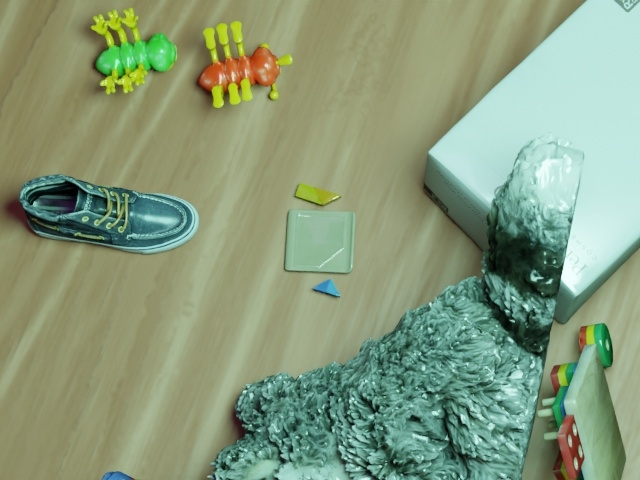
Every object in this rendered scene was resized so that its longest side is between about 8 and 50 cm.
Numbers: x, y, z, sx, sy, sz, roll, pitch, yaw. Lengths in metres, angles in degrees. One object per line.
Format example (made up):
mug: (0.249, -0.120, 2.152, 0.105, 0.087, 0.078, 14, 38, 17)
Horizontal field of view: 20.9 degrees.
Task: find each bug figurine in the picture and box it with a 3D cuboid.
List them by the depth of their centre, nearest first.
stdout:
bug figurine: (-0.145, -0.265, 1.875, 0.216, 0.072, 0.279, -8, 79, 6)

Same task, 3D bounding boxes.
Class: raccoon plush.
raccoon plush: (0.068, 0.088, 1.663, 0.299, 0.216, 0.446, 12, 100, 9)

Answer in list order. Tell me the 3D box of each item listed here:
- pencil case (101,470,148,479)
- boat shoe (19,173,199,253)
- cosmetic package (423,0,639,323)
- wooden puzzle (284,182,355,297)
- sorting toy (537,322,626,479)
pencil case: (-0.085, 0.323, 1.690, 0.306, 0.119, 0.133, 16, 88, 6)
boat shoe: (-0.221, -0.028, 1.807, 0.183, 0.083, 0.065, 2, 75, 2)
cosmetic package: (0.310, -0.126, 1.778, 0.217, 0.156, 0.385, 43, 79, 10)
wooden puzzle: (0.000, 0.000, 1.829, 0.079, 0.014, 0.116, 8, 75, 9)
sorting toy: (0.251, 0.191, 1.684, 0.046, 0.274, 0.132, -11, 108, 21)
